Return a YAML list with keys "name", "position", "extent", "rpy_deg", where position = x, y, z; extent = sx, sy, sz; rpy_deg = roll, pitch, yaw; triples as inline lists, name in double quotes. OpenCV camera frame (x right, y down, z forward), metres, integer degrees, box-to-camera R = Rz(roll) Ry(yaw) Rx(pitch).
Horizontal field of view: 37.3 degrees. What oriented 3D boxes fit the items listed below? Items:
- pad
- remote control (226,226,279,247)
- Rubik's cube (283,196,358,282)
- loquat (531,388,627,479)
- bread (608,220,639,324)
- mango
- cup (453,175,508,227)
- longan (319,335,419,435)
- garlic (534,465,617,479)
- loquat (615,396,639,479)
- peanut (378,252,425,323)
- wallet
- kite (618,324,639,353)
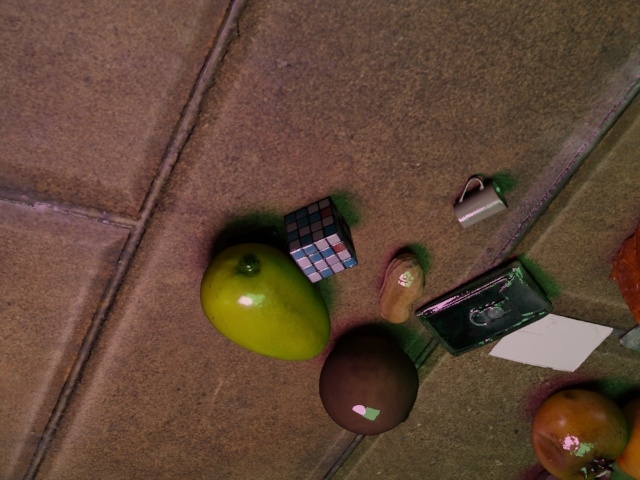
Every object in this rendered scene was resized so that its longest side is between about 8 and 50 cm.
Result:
- name: "pad"
  position: [0.484, 0.214, 1.998]
  extent: [0.232, 0.004, 0.156]
  rpy_deg: [13, 131, -23]
- name: "remote control"
  position: [-0.118, -0.001, 1.659]
  extent: [0.091, 0.016, 0.034]
  rpy_deg: [-13, 140, 3]
- name: "Rubik's cube"
  position: [0.000, 0.000, 1.628]
  extent: [0.092, 0.092, 0.092]
  rpy_deg: [-23, 134, 12]
- name: "loquat"
  position: [0.564, 0.432, 2.091]
  extent: [0.213, 0.213, 0.213]
  rpy_deg: [-6, 135, -6]
- name: "bread"
  position: [0.705, 0.057, 1.702]
  extent: [0.207, 0.279, 0.279]
  rpy_deg: [10, 129, -17]
- name: "mango"
  position: [-0.090, 0.124, 1.691]
  extent: [0.192, 0.156, 0.343]
  rpy_deg: [-10, 145, 22]
- name: "cup"
  position: [0.272, -0.066, 1.644]
  extent: [0.083, 0.054, 0.075]
  rpy_deg: [-29, 134, 20]
- name: "longan"
  position: [0.095, 0.283, 1.858]
  extent: [0.196, 0.196, 0.220]
  rpy_deg: [-42, 161, 28]
- name: "garlic"
  position: [0.632, 0.672, 2.337]
  extent: [0.237, 0.292, 0.210]
  rpy_deg: [-1, 150, 25]
- name: "loquat"
  position: [0.759, 0.452, 2.150]
  extent: [0.208, 0.208, 0.208]
  rpy_deg: [-6, 135, -6]
- name: "peanut"
  position: [0.153, 0.094, 1.767]
  extent: [0.080, 0.080, 0.174]
  rpy_deg: [1, 138, -12]
- name: "wallet"
  position: [0.321, 0.139, 1.861]
  extent: [0.236, 0.055, 0.160]
  rpy_deg: [-30, 126, 19]
- name: "kite"
  position: [0.753, 0.233, 2.062]
  extent: [0.141, 0.015, 0.245]
  rpy_deg: [-31, 128, 21]
